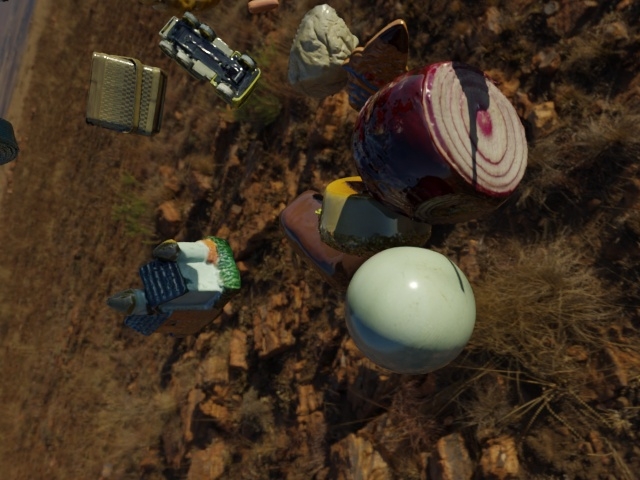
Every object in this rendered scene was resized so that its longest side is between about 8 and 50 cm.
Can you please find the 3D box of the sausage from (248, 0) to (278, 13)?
[{"bbox_3d":[-0.155,-0.638,1.294,0.034,0.083,0.034,166,90,-86],"label":"sausage"}]

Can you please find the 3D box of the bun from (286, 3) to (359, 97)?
[{"bbox_3d":[0.014,-0.570,1.473,0.281,0.205,0.281,-157,90,-85],"label":"bun"}]

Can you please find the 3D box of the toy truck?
[{"bbox_3d":[-0.296,-0.471,1.282,0.124,0.272,0.157,-54,3,-6],"label":"toy truck"}]

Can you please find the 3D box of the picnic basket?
[{"bbox_3d":[-0.456,-0.346,1.149,0.266,0.139,0.165,-130,51,-70],"label":"picnic basket"}]

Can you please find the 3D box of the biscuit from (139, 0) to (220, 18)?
[{"bbox_3d":[-0.425,-0.857,1.325,0.104,0.429,0.446,7,120,43],"label":"biscuit"}]

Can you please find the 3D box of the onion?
[{"bbox_3d":[0.212,-0.163,0.917,0.260,0.337,0.282,-26,72,49],"label":"onion"}]

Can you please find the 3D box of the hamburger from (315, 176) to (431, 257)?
[{"bbox_3d":[0.130,-0.049,1.158,0.294,0.276,0.179,-132,41,-66],"label":"hamburger"}]

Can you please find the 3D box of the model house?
[{"bbox_3d":[-0.365,0.109,1.118,0.253,0.291,0.184,-39,68,27],"label":"model house"}]

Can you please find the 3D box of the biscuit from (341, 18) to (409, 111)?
[{"bbox_3d":[0.149,-0.437,1.232,0.280,0.183,0.043,126,158,-54],"label":"biscuit"}]

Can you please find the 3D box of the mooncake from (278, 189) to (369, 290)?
[{"bbox_3d":[0.000,0.000,1.523,0.174,0.326,0.334,-43,29,-10],"label":"mooncake"}]

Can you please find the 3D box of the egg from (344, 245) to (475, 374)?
[{"bbox_3d":[0.170,0.127,0.891,0.230,0.371,0.230,-2,83,18],"label":"egg"}]

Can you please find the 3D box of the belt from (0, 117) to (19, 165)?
[{"bbox_3d":[-0.741,-0.212,1.022,0.148,0.163,0.082,-28,77,36],"label":"belt"}]
